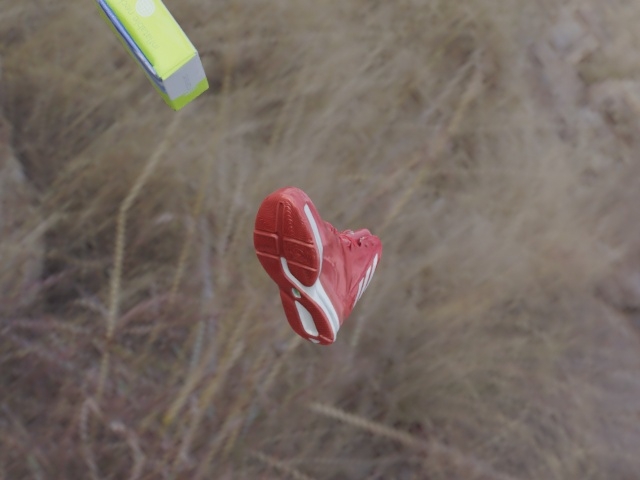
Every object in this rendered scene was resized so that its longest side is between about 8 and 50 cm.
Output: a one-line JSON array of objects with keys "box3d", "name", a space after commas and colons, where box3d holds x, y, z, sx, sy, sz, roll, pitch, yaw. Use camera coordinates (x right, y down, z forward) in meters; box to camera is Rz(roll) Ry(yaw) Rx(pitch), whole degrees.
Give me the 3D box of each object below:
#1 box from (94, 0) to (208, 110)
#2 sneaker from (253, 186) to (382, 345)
[{"box3d": [-0.141, -0.169, 1.290, 0.109, 0.042, 0.178, 53, -4, 3], "name": "box"}, {"box3d": [0.000, 0.000, 1.784, 0.128, 0.087, 0.221, -52, 148, -35], "name": "sneaker"}]
